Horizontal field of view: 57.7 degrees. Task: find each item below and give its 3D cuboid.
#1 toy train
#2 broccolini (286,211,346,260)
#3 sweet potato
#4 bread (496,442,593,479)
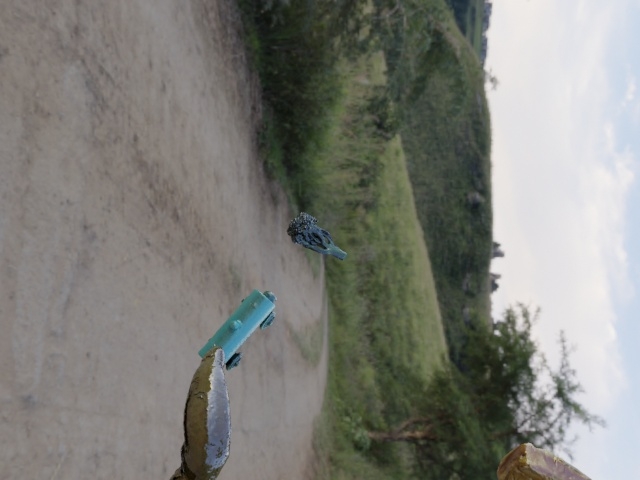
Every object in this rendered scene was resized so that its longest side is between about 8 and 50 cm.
[{"bbox_3d":[-0.202,0.218,1.426,0.248,0.101,0.159,-49,169,-12],"label":"toy train"},{"bbox_3d":[-0.012,0.002,1.546,0.203,0.068,0.091,43,62,-40],"label":"broccolini"},{"bbox_3d":[-0.213,0.351,1.073,0.124,0.098,0.309,-10,-111,57],"label":"sweet potato"},{"bbox_3d":[0.676,0.727,1.702,0.132,0.295,0.166,-47,167,-53],"label":"bread"}]
